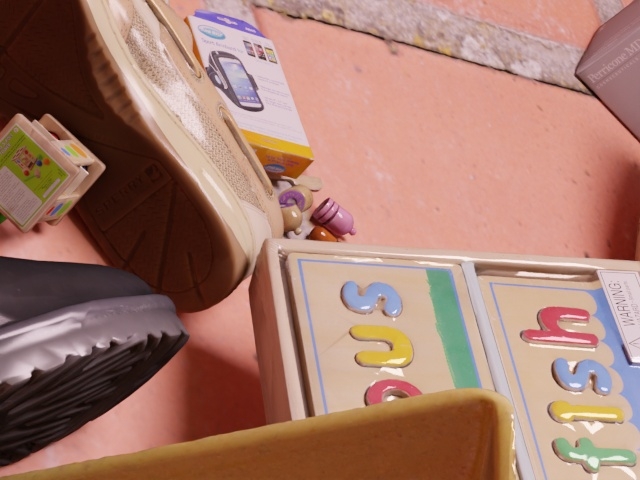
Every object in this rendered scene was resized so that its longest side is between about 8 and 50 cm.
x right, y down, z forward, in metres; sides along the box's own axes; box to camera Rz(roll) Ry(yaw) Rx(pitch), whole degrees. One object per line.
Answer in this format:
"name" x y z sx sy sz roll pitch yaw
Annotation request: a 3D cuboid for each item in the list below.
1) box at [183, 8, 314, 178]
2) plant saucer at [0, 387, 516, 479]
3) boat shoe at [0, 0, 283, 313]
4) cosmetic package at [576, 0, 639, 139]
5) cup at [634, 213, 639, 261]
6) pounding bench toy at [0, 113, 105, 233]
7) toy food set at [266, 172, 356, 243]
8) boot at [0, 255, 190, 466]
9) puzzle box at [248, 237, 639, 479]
"box" -0.059 -0.111 1.268 0.081 0.028 0.136 13 43 -38
"plant saucer" -0.053 0.250 0.816 0.081 0.332 0.333 57 28 -44
"boat shoe" -0.145 -0.115 1.133 0.341 0.121 0.110 59 33 -7
"cosmetic package" 0.371 -0.131 1.640 0.238 0.127 0.107 41 40 -10
"cup" 0.392 0.025 1.427 0.331 0.331 0.237 42 65 -12
"pounding bench toy" -0.184 -0.031 1.072 0.052 0.083 0.065 43 9 4
"toy food set" 0.000 0.000 1.254 0.078 0.019 0.122 7 56 -42
"boot" -0.305 -0.076 0.932 0.367 0.146 0.445 -14 67 -51
"puzzle box" 0.112 0.163 0.999 0.272 0.052 0.409 3 44 -15
